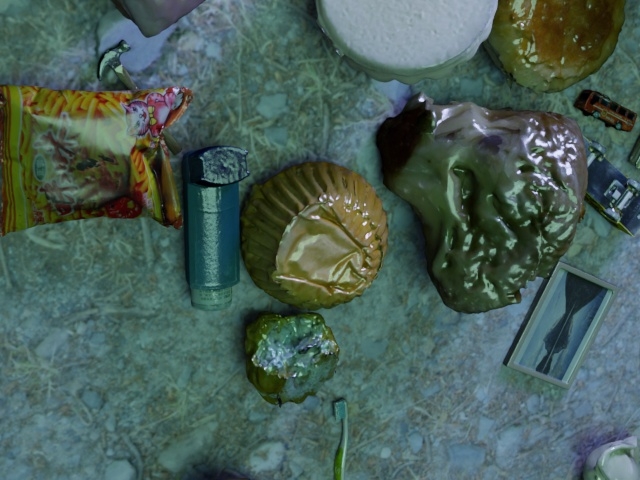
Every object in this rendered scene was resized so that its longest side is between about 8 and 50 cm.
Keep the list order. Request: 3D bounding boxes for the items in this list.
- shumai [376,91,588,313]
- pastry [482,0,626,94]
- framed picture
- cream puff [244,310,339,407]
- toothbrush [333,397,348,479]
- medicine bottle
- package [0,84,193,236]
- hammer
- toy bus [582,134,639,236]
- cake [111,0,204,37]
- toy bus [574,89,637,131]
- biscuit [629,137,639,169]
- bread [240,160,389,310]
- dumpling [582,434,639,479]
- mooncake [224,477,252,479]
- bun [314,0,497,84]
[{"bbox_3d":[0.235,-0.082,1.843,0.283,0.217,0.346,36,93,-28],"label":"shumai"},{"bbox_3d":[0.351,-0.353,1.864,0.235,0.121,0.257,37,88,-31],"label":"pastry"},{"bbox_3d":[0.417,0.147,2.100,0.150,0.015,0.203,23,97,-27],"label":"framed picture"},{"bbox_3d":[-0.052,0.171,1.862,0.156,0.121,0.156,4,64,-8],"label":"cream puff"},{"bbox_3d":[0.037,0.383,2.016,0.026,0.022,0.263,-14,111,-33],"label":"toothbrush"},{"bbox_3d":[-0.155,-0.022,1.757,0.079,0.124,0.258,-7,111,-23],"label":"medicine bottle"},{"bbox_3d":[-0.324,-0.110,1.673,0.288,0.108,0.223,1,111,-14],"label":"package"},{"bbox_3d":[-0.253,-0.193,1.722,0.062,0.017,0.182,-37,117,-8],"label":"hammer"},{"bbox_3d":[0.460,-0.099,2.009,0.226,0.074,0.081,35,92,-27],"label":"toy bus"},{"bbox_3d":[-0.181,-0.437,1.548,0.308,0.237,0.230,-36,118,-6],"label":"cake"},{"bbox_3d":[0.470,-0.213,2.002,0.110,0.031,0.043,22,95,-28],"label":"toy bus"},{"bbox_3d":[0.628,-0.147,2.082,0.199,0.040,0.121,22,99,-25],"label":"biscuit"},{"bbox_3d":[0.001,0.000,1.817,0.239,0.139,0.240,-8,112,-22],"label":"bread"},{"bbox_3d":[0.536,0.406,2.186,0.134,0.100,0.169,-42,120,-22],"label":"dumpling"},{"bbox_3d":[-0.073,0.548,1.835,0.378,0.378,0.201,41,93,-27],"label":"mooncake"},{"bbox_3d":[0.126,-0.332,1.758,0.263,0.175,0.263,-1,78,7],"label":"bun"}]
